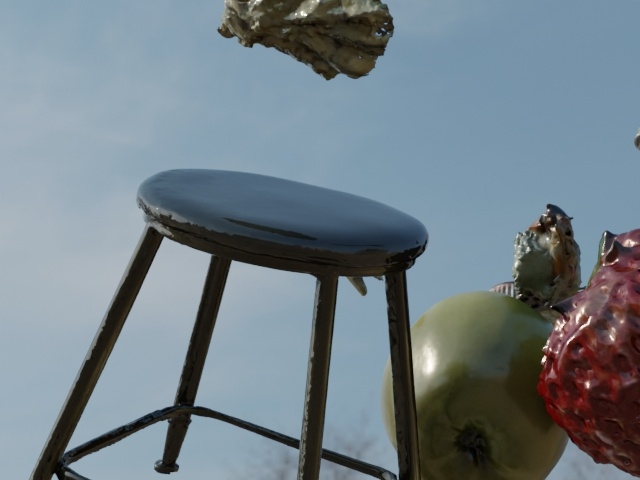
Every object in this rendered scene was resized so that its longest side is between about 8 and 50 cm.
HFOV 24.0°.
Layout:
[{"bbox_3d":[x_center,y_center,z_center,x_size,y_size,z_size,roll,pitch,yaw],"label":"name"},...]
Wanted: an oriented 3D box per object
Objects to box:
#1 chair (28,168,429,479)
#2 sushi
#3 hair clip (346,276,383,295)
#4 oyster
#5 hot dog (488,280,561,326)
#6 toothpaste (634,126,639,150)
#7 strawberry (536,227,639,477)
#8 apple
[{"bbox_3d":[-0.073,0.151,1.603,0.364,0.410,0.362,15,13,22],"label":"chair"},{"bbox_3d":[0.295,0.044,1.965,0.103,0.097,0.226,-23,-30,-1],"label":"sushi"},{"bbox_3d":[0.004,-0.005,2.181,0.056,0.214,0.062,-48,0,13],"label":"hair clip"},{"bbox_3d":[-0.020,-0.226,1.516,0.072,0.209,0.133,-25,-43,-41],"label":"oyster"},{"bbox_3d":[0.362,0.145,2.331,0.268,0.075,0.144,18,-39,-17],"label":"hot dog"},{"bbox_3d":[0.443,-0.162,1.890,0.033,0.218,0.052,12,-60,29],"label":"toothpaste"},{"bbox_3d":[0.411,0.134,1.700,0.310,0.292,0.292,13,-15,37],"label":"strawberry"},{"bbox_3d":[0.195,0.198,1.876,0.262,0.262,0.262,1,-26,0],"label":"apple"}]
